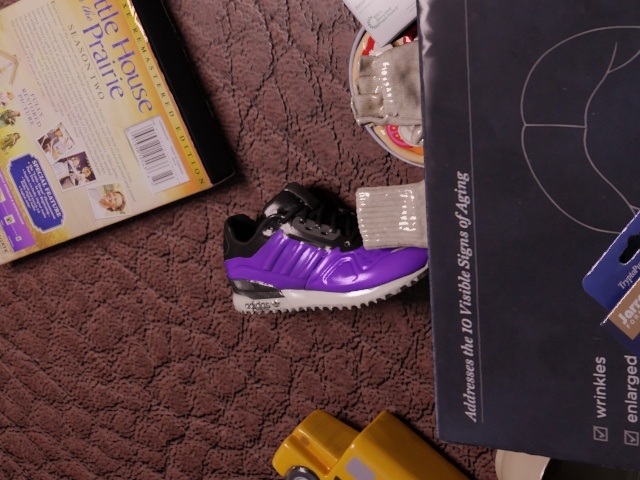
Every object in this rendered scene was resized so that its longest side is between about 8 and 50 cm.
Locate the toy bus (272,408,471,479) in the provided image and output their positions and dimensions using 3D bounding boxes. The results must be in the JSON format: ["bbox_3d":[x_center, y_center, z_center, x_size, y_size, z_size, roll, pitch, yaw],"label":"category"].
[{"bbox_3d":[0.107,0.325,1.918,0.332,0.108,0.130,40,123,10],"label":"toy bus"}]

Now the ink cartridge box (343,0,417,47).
[{"bbox_3d":[0.027,-0.385,1.675,0.165,0.065,0.333,-38,89,35],"label":"ink cartridge box"}]

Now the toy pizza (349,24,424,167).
[{"bbox_3d":[0.118,-0.174,1.759,0.201,0.032,0.201,11,114,26],"label":"toy pizza"}]

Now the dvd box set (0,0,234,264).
[{"bbox_3d":[-0.338,-0.157,2.007,0.420,0.062,0.308,-19,99,34],"label":"dvd box set"}]

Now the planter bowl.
[{"bbox_3d":[0.268,0.258,1.786,0.109,0.162,0.162,22,122,50],"label":"planter bowl"}]

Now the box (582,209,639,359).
[{"bbox_3d":[0.333,0.070,1.317,0.225,0.036,0.136,42,122,13],"label":"box"}]

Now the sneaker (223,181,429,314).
[{"bbox_3d":[-0.001,0.000,1.854,0.293,0.102,0.146,-8,104,32],"label":"sneaker"}]

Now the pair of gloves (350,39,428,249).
[{"bbox_3d":[0.132,-0.100,1.720,0.204,0.042,0.240,2,105,15],"label":"pair of gloves"}]

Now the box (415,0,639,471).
[{"bbox_3d":[0.362,-0.046,1.453,0.471,0.297,0.480,5,109,27],"label":"box"}]
